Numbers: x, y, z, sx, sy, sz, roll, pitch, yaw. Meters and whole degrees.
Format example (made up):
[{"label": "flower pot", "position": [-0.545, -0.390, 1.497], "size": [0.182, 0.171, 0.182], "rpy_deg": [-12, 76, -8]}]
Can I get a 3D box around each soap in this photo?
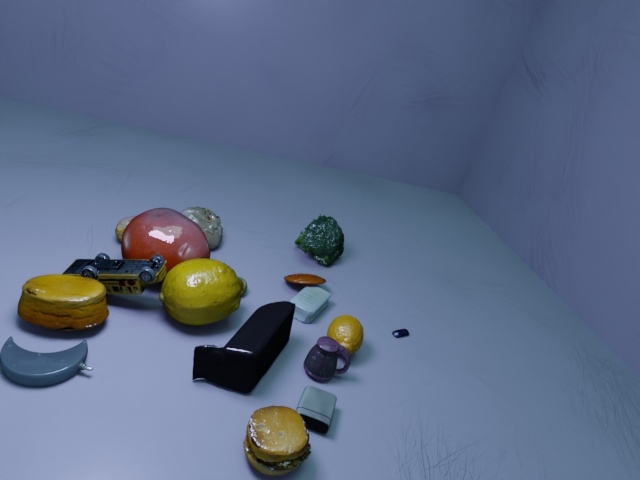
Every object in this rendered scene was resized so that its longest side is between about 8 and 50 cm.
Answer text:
[{"label": "soap", "position": [-0.050, 0.265, 1.973], "size": [0.119, 0.066, 0.198], "rpy_deg": [24, 27, 17]}]

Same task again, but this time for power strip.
[{"label": "power strip", "position": [-0.799, 0.352, 1.366], "size": [0.254, 0.054, 0.167], "rpy_deg": [8, 30, -17]}]

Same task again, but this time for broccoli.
[{"label": "broccoli", "position": [0.000, 0.000, 2.382], "size": [0.246, 0.264, 0.295], "rpy_deg": [-7, -2, 42]}]

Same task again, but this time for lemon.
[{"label": "lemon", "position": [-0.428, 0.186, 1.702], "size": [0.320, 0.245, 0.245], "rpy_deg": [-6, 35, -32]}, {"label": "lemon", "position": [0.093, 0.367, 1.782], "size": [0.142, 0.142, 0.187], "rpy_deg": [17, 31, 0]}]

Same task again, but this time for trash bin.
[{"label": "trash bin", "position": [-0.015, 0.535, 1.478], "size": [0.116, 0.059, 0.130], "rpy_deg": [20, 25, 4]}]

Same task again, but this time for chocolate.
[{"label": "chocolate", "position": [-0.773, -0.066, 2.102], "size": [0.134, 0.134, 0.309], "rpy_deg": [33, 29, 28]}]

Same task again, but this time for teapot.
[{"label": "teapot", "position": [0.023, 0.415, 1.634], "size": [0.148, 0.145, 0.116], "rpy_deg": [30, 29, 23]}]

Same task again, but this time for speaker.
[{"label": "speaker", "position": [-0.245, 0.342, 1.589], "size": [0.184, 0.179, 0.388], "rpy_deg": [19, 26, 14]}]

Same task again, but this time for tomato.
[{"label": "tomato", "position": [-0.610, 0.016, 1.859], "size": [0.342, 0.272, 0.341], "rpy_deg": [4, 16, -1]}]

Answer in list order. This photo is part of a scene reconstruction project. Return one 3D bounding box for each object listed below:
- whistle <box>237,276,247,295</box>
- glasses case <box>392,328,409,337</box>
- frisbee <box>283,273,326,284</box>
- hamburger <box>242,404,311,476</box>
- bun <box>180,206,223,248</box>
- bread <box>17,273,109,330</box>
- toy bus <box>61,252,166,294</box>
[{"label": "whistle", "position": [-0.398, 0.178, 1.956], "size": [0.199, 0.057, 0.104], "rpy_deg": [19, 31, 21]}, {"label": "glasses case", "position": [0.348, 0.396, 2.007], "size": [0.083, 0.023, 0.033], "rpy_deg": [-3, 31, -35]}, {"label": "frisbee", "position": [-0.069, 0.167, 2.103], "size": [0.192, 0.035, 0.192], "rpy_deg": [5, 3, 0]}, {"label": "hamburger", "position": [-0.117, 0.561, 1.301], "size": [0.191, 0.117, 0.181], "rpy_deg": [13, 29, 0]}, {"label": "bun", "position": [-0.550, -0.070, 2.182], "size": [0.239, 0.141, 0.239], "rpy_deg": [41, 22, -21]}, {"label": "bread", "position": [-0.836, 0.205, 1.526], "size": [0.270, 0.142, 0.195], "rpy_deg": [8, 19, -12]}, {"label": "toy bus", "position": [-0.719, 0.124, 1.651], "size": [0.336, 0.122, 0.121], "rpy_deg": [1, 27, 2]}]
